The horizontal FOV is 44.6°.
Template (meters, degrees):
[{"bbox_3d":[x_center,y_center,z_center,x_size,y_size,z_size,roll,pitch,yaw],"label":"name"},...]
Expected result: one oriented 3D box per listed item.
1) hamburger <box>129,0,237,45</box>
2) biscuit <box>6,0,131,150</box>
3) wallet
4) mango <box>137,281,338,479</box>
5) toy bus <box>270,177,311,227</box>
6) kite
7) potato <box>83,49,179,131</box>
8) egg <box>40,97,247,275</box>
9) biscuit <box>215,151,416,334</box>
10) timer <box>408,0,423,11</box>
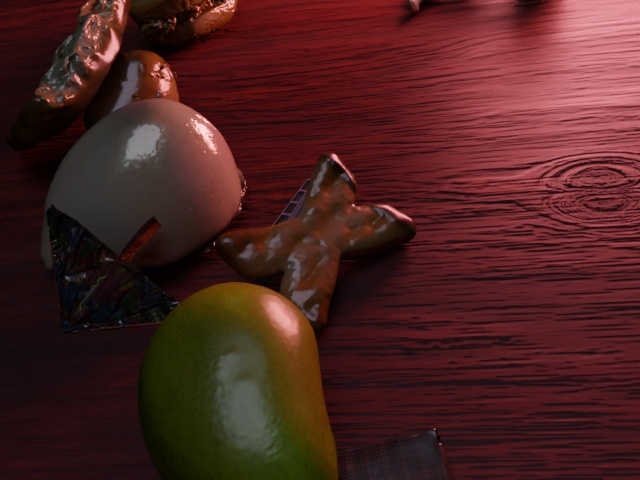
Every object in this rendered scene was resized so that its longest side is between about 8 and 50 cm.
[{"bbox_3d":[-0.259,-0.435,1.446,0.189,0.122,0.215,22,57,40],"label":"hamburger"},{"bbox_3d":[-0.380,-0.279,1.220,0.335,0.078,0.329,-61,23,-7],"label":"biscuit"},{"bbox_3d":[0.076,0.274,0.666,0.124,0.042,0.230,-16,40,1],"label":"wallet"},{"bbox_3d":[-0.086,0.156,0.752,0.185,0.149,0.273,-17,45,6],"label":"mango"},{"bbox_3d":[-0.024,-0.030,1.019,0.052,0.037,0.130,10,49,30],"label":"toy bus"},{"bbox_3d":[-0.252,0.048,0.947,0.189,0.232,0.009,-50,1,10],"label":"kite"},{"bbox_3d":[-0.293,-0.212,1.217,0.137,0.137,0.176,19,71,30],"label":"potato"},{"bbox_3d":[-0.255,-0.084,1.033,0.286,0.174,0.264,-21,39,-4],"label":"egg"},{"bbox_3d":[-0.001,0.000,0.943,0.164,0.047,0.208,40,61,14],"label":"biscuit"},{"bbox_3d":[0.279,-0.497,1.380,0.266,0.175,0.175,-17,40,21],"label":"timer"}]
